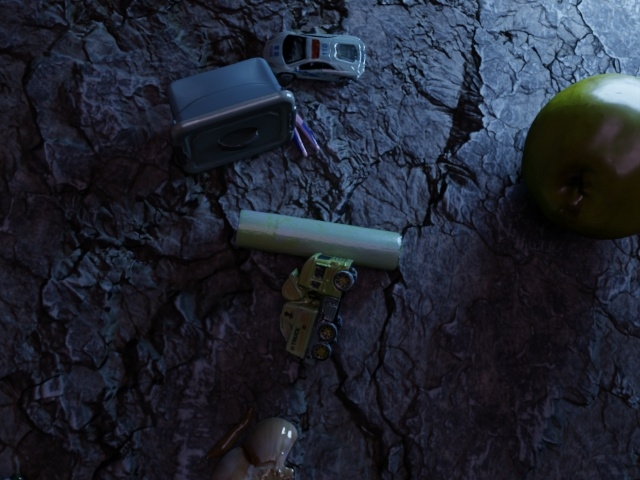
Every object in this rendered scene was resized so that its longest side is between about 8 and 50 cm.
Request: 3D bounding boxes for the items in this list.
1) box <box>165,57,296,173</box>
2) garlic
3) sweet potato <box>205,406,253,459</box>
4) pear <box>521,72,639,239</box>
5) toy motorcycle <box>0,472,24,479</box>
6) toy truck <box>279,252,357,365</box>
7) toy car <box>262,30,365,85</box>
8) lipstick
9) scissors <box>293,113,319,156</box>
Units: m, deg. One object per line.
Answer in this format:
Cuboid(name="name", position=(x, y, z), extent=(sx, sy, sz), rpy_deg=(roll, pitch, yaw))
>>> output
Cuboid(name="box", position=(-0.163, -0.221, 1.018), extent=(0.227, 0.162, 0.129), rpy_deg=(-19, 71, -10))
Cuboid(name="garlic", position=(-0.101, 0.378, 0.937), extent=(0.124, 0.099, 0.174), rpy_deg=(33, 71, 20))
Cuboid(name="sweet potato", position=(-0.150, 0.335, 0.969), extent=(0.026, 0.026, 0.115), rpy_deg=(45, 74, 3))
Cuboid(name="pear", position=(0.537, -0.171, 1.042), extent=(0.375, 0.287, 0.287), rpy_deg=(-40, 85, -28))
Cuboid(name="toy motorcycle", position=(-0.507, 0.483, 0.850), extent=(0.205, 0.127, 0.275), rpy_deg=(45, 70, 2))
Cuboid(name="toy truck", position=(-0.014, 0.113, 0.980), extent=(0.116, 0.085, 0.191), rpy_deg=(17, 98, 6))
Cuboid(name="toy car", position=(-0.011, -0.364, 1.116), extent=(0.205, 0.056, 0.095), rpy_deg=(3, 79, -7))
Cuboid(name="lipstick", position=(0.000, 0.000, 1.031), extent=(0.305, 0.076, 0.076), rpy_deg=(9, 77, -6))
Cuboid(name="scissors", position=(-0.044, -0.217, 1.102), extent=(0.039, 0.012, 0.113), rpy_deg=(-29, 83, -12))
